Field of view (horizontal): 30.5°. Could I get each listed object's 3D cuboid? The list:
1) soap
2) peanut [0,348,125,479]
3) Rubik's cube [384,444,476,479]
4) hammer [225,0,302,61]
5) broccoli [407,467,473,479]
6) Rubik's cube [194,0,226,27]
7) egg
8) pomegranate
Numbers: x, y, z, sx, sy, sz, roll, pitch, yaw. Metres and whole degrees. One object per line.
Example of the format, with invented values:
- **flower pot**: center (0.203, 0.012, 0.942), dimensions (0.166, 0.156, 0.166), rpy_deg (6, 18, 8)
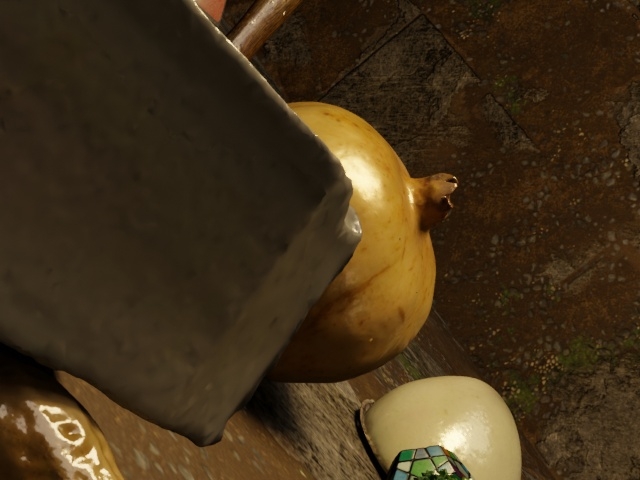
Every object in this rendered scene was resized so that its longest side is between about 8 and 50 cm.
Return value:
- **soap**: center (-0.188, -0.062, 0.742), dimensions (0.350, 0.213, 0.435), rpy_deg (27, -10, 40)
- **peanut**: center (-0.150, 0.156, 0.677), dimensions (0.226, 0.095, 0.108), rpy_deg (52, 12, 1)
- **Rubik's cube**: center (0.132, 0.314, 1.440), dimensions (0.112, 0.133, 0.133), rpy_deg (-16, 64, -51)
- **hammer**: center (-0.122, -0.293, 1.774), dimensions (0.095, 0.409, 0.242), rpy_deg (9, -40, 32)
- **broccoli**: center (0.120, 0.341, 1.186), dimensions (0.220, 0.194, 0.194), rpy_deg (28, 6, 6)
- **Rubik's cube**: center (-0.274, -0.285, 1.783), dimensions (0.228, 0.229, 0.233), rpy_deg (5, 76, -26)
- **egg**: center (0.193, 0.296, 1.647), dimensions (0.264, 0.174, 0.286), rpy_deg (45, 13, -16)
- **pomegranate**: center (0.000, 0.000, 1.340), dimensions (0.342, 0.342, 0.342), rpy_deg (49, 8, -10)
